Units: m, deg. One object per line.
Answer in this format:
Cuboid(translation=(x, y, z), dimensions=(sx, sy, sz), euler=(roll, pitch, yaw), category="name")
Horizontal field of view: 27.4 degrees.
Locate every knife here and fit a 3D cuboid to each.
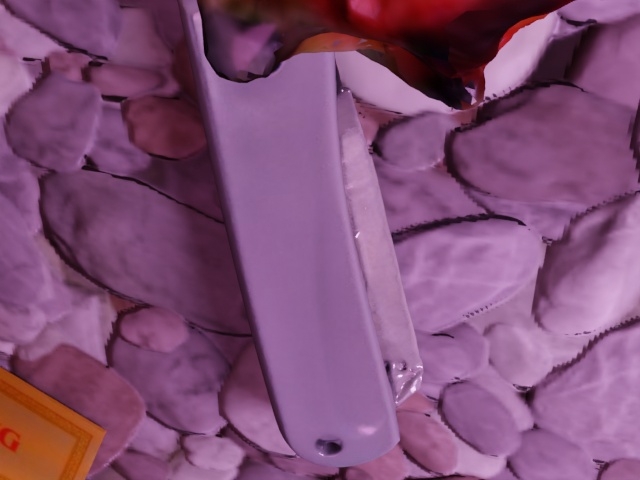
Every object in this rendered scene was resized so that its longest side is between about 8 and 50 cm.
Cuboid(translation=(-0.003, 0.000, 0.561), dimensions=(0.073, 0.041, 0.266), euler=(-7, 130, 8), category="knife")

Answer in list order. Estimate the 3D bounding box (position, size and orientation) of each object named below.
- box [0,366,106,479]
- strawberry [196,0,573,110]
Cuboid(translation=(-0.266, 0.148, 0.753), dimensions=(0.174, 0.076, 0.274), euler=(35, 132, -14), category="box")
Cuboid(translation=(0.011, -0.198, 0.311), dimensions=(0.233, 0.137, 0.306), euler=(26, 117, 15), category="strawberry")
